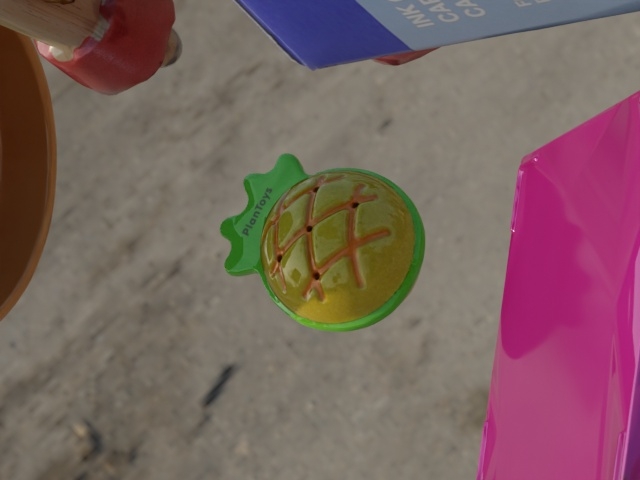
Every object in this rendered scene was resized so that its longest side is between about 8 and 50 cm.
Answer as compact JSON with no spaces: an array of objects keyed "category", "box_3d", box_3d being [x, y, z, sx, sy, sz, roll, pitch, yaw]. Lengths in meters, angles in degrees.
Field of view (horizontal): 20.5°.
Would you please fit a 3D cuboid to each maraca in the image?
[{"category":"maraca","box_3d":[0.000,0.000,1.343,0.185,0.099,0.127,23,81,36]}]

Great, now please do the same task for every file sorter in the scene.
[{"category":"file sorter","box_3d":[0.206,0.051,0.894,0.290,0.182,0.202,143,135,-82]}]

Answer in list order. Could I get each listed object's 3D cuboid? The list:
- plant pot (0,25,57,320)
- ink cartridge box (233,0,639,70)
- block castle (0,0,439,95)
[{"category":"plant pot","box_3d":[-0.375,-0.065,1.435,0.203,0.291,0.291,2,40,22]},{"category":"ink cartridge box","box_3d":[0.093,-0.216,0.587,0.395,0.151,0.270,-7,56,38]},{"category":"block castle","box_3d":[-0.058,-0.326,1.081,0.303,0.213,0.453,-4,78,31]}]
